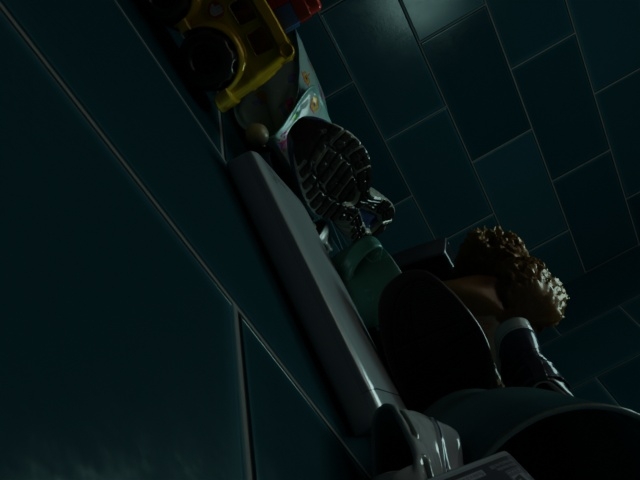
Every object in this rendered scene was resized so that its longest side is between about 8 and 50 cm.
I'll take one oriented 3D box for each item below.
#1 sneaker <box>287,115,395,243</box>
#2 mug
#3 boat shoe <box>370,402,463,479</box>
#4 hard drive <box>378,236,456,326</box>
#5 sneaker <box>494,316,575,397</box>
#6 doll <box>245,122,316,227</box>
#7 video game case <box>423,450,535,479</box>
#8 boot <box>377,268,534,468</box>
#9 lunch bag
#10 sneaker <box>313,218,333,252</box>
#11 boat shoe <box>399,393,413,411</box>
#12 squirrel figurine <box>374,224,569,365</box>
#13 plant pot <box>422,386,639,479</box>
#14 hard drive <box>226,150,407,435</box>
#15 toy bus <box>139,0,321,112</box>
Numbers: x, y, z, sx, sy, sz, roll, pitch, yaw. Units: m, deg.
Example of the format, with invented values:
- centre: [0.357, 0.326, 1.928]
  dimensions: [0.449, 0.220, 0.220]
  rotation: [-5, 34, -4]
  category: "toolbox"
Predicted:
- centre: [0.011, -0.103, 1.053]
  dimensions: [0.147, 0.130, 0.330]
  rotation: [42, -6, 30]
  category: "sneaker"
- centre: [0.059, 0.062, 0.978]
  dimensions: [0.157, 0.097, 0.129]
  rotation: [63, -14, -23]
  category: "mug"
- centre: [0.071, 0.230, 0.516]
  dimensions: [0.084, 0.095, 0.258]
  rotation: [30, 15, -6]
  category: "boat shoe"
- centre: [0.218, 0.110, 1.516]
  dimensions: [0.172, 0.255, 0.054]
  rotation: [59, 21, -19]
  category: "hard drive"
- centre: [0.345, 0.253, 1.001]
  dimensions: [0.163, 0.086, 0.226]
  rotation: [-108, 174, -50]
  category: "sneaker"
- centre: [-0.070, -0.100, 1.006]
  dimensions: [0.189, 0.046, 0.129]
  rotation: [62, 4, -20]
  category: "doll"
- centre: [0.123, 0.229, 0.415]
  dimensions: [0.190, 0.022, 0.173]
  rotation: [-2, 33, -37]
  category: "video game case"
- centre: [0.198, 0.200, 0.969]
  dimensions: [0.377, 0.138, 0.284]
  rotation: [56, 4, -5]
  category: "boot"
- centre: [-0.061, -0.223, 1.169]
  dimensions: [0.223, 0.160, 0.262]
  rotation: [60, 19, -56]
  category: "lunch bag"
- centre: [0.000, 0.000, 1.101]
  dimensions: [0.061, 0.054, 0.152]
  rotation: [63, 5, -5]
  category: "sneaker"
- centre: [0.184, 0.336, 1.103]
  dimensions: [0.152, 0.056, 0.049]
  rotation: [54, -23, 20]
  category: "boat shoe"
- centre: [0.300, 0.159, 1.313]
  dimensions: [0.281, 0.397, 0.370]
  rotation: [51, -5, -2]
  category: "squirrel figurine"
- centre: [0.217, 0.285, 0.695]
  dimensions: [0.271, 0.272, 0.255]
  rotation: [60, -9, -5]
  category: "plant pot"
- centre: [0.004, 0.074, 0.806]
  dimensions: [0.353, 0.047, 0.233]
  rotation: [62, 6, 21]
  category: "hard drive"
- centre: [-0.117, -0.318, 0.858]
  dimensions: [0.220, 0.211, 0.149]
  rotation: [58, 8, -12]
  category: "toy bus"
